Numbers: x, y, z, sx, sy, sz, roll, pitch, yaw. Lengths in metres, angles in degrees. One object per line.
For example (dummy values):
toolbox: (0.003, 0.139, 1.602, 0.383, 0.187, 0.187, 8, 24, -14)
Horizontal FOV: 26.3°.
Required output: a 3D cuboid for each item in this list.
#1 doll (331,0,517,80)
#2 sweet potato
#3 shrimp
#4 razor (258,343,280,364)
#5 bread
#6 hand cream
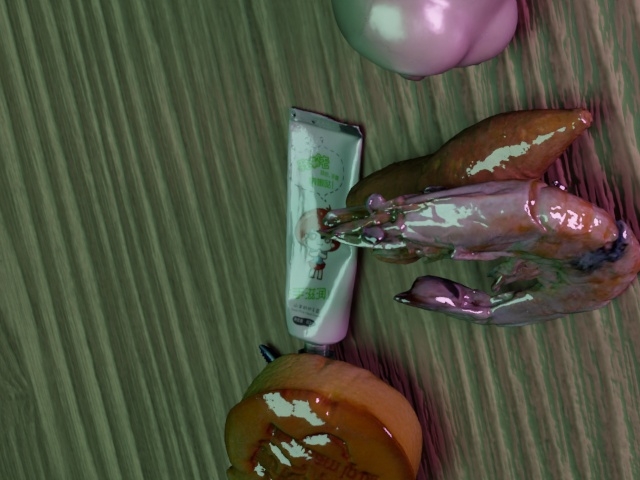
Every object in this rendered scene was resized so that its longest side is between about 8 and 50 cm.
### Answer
doll: (0.144, -0.324, 1.414, 0.370, 0.215, 0.226, -53, 55, 43)
sweet potato: (0.177, -0.063, 1.556, 0.336, 0.131, 0.131, -23, 92, 46)
shrimp: (0.172, 0.020, 1.513, 0.360, 0.085, 0.247, 7, 142, -3)
razor: (-0.040, 0.209, 1.929, 0.028, 0.044, 0.155, -32, 82, 14)
bread: (0.003, 0.271, 1.789, 0.269, 0.148, 0.270, 11, 129, 13)
hand cream: (0.000, 0.000, 1.788, 0.121, 0.076, 0.336, 14, 110, 35)
